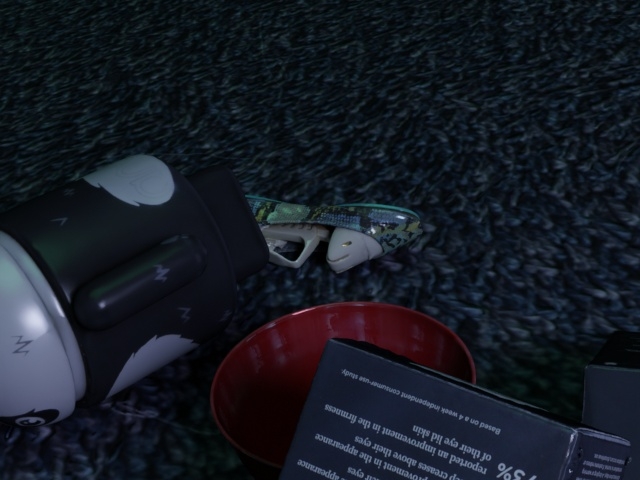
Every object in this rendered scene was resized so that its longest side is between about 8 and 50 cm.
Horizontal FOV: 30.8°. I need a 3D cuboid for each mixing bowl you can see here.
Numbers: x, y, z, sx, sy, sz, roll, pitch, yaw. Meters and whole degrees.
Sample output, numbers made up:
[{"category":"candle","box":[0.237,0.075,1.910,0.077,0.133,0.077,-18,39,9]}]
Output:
[{"category":"mixing bowl","box":[0.019,0.134,0.814,0.182,0.098,0.181,-5,32,3]}]

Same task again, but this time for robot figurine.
[{"category":"robot figurine","box":[-0.179,0.038,0.947,0.278,0.209,0.173,-28,59,-30]}]

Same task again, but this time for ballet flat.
[{"category":"ballet flat","box":[0.000,0.000,1.078,0.188,0.070,0.070,4,34,21]}]

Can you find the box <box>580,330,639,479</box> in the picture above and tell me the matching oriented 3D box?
[{"category":"box","box":[0.298,0.122,0.703,0.261,0.103,0.184,4,1,19]}]

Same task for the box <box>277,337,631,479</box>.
[{"category":"box","box":[0.055,0.176,0.628,0.153,0.207,0.108,19,-3,32]}]
